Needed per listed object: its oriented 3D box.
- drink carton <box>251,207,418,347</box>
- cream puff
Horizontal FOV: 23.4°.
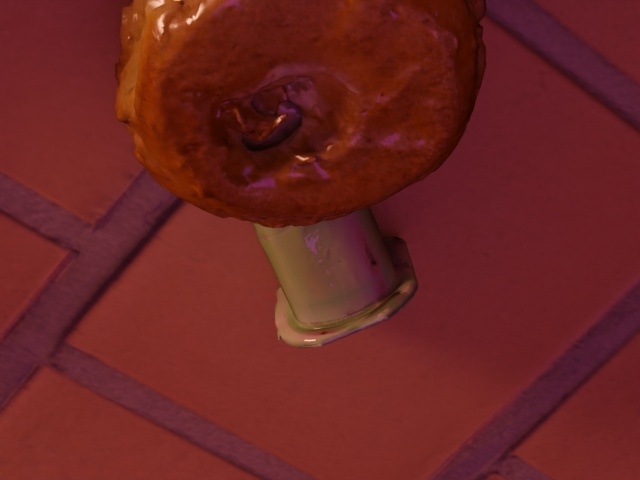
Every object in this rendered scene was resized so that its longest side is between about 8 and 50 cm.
[{"bbox_3d":[0.000,0.000,1.475,0.146,0.144,0.142,-21,117,5],"label":"drink carton"},{"bbox_3d":[-0.026,-0.178,1.295,0.327,0.231,0.343,-20,130,12],"label":"cream puff"}]
